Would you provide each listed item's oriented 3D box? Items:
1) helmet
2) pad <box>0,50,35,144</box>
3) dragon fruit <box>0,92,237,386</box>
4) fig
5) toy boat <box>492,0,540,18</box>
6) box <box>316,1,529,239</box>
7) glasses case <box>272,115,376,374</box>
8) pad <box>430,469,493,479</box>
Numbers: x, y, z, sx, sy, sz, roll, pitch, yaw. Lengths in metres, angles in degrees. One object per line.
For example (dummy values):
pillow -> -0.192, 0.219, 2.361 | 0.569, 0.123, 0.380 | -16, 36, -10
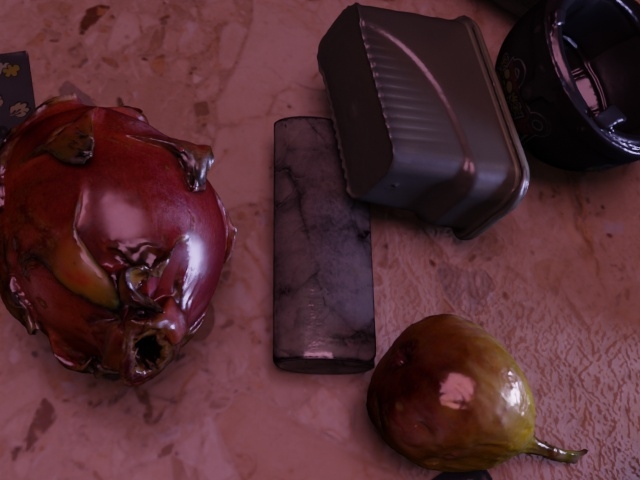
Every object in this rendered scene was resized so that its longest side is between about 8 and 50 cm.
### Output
helmet -> 0.317, -0.189, 1.032 | 0.279, 0.160, 0.231 | -15, 82, -44
pad -> -0.457, -0.142, 0.968 | 0.245, 0.006, 0.170 | -9, 66, -13
dragon fruit -> -0.206, -0.010, 0.817 | 0.250, 0.250, 0.315 | -30, 32, -21
fig -> 0.176, 0.179, 0.863 | 0.257, 0.159, 0.159 | 27, 62, -18
toy boat -> 0.245, -0.389, 1.128 | 0.319, 0.141, 0.092 | 34, 76, 7
box -> 0.110, -0.141, 0.969 | 0.178, 0.138, 0.274 | 4, 59, -29
glasses case -> 0.000, 0.000, 0.945 | 0.114, 0.060, 0.299 | 4, 64, -13
pad -> 0.114, 0.312, 0.849 | 0.193, 0.004, 0.116 | -24, 72, -20
